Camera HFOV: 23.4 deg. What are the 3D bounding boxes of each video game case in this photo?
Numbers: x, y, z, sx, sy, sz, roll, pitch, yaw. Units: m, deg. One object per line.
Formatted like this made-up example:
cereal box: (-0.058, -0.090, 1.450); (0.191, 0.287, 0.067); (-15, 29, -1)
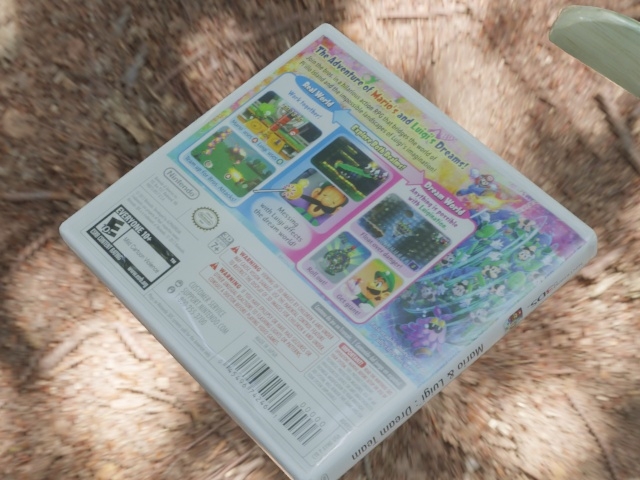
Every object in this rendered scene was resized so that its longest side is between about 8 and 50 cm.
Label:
video game case: (0.000, 0.000, 0.591); (0.143, 0.019, 0.157); (-39, 58, -15)

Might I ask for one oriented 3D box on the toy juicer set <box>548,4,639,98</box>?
toy juicer set: (0.267, -0.076, 0.486); (0.329, 0.089, 0.209); (-23, 122, 37)
